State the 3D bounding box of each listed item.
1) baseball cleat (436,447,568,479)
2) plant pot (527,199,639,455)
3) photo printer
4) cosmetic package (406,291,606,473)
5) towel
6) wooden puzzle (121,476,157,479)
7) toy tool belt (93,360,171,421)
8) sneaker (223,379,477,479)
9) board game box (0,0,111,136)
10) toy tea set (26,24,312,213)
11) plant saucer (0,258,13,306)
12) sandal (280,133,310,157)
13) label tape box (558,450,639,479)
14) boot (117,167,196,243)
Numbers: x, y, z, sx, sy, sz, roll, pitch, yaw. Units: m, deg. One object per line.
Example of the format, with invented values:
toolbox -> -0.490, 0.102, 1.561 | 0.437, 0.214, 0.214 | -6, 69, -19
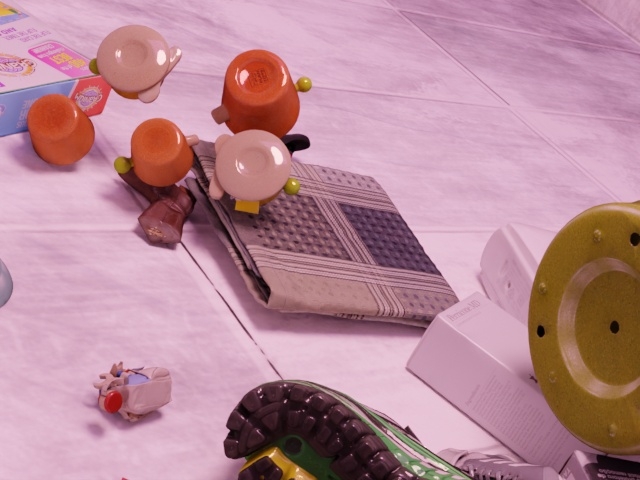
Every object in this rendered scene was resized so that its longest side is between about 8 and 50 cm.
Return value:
baseball cleat -> 0.159, 0.234, 1.032 | 0.109, 0.072, 0.206 | 8, -8, -6
plant pot -> 0.414, 0.089, 1.136 | 0.352, 0.367, 0.366 | 1, 36, -29
photo printer -> 0.385, 0.103, 1.462 | 0.307, 0.107, 0.256 | 14, 30, -22
cosmetic package -> 0.224, 0.163, 1.249 | 0.231, 0.086, 0.117 | 38, 29, 19
towel -> 0.000, 0.000, 1.380 | 0.324, 0.056, 0.312 | 11, 34, -36
wooden puzzle -> -0.148, 0.220, 0.916 | 0.049, 0.006, 0.083 | 25, 27, -3
toy tool belt -> -0.176, 0.135, 1.005 | 0.051, 0.052, 0.083 | 6, 9, 38
sneaker -> 0.083, 0.225, 0.973 | 0.343, 0.134, 0.146 | 38, 10, 5
board game box -> -0.453, -0.249, 1.405 | 0.316, 0.064, 0.242 | 36, 29, 17
toy tea set -> -0.174, -0.139, 1.329 | 0.336, 0.124, 0.200 | 12, 72, 4
plant saucer -> -0.349, 0.025, 1.067 | 0.119, 0.021, 0.119 | 20, 28, -11
sandal -> -0.071, -0.116, 1.512 | 0.179, 0.067, 0.040 | -11, 83, -61
label tape box -> 0.363, 0.356, 1.009 | 0.240, 0.106, 0.334 | 14, 30, -21
boot -> -0.199, -0.043, 1.298 | 0.106, 0.037, 0.114 | 24, 30, -5
